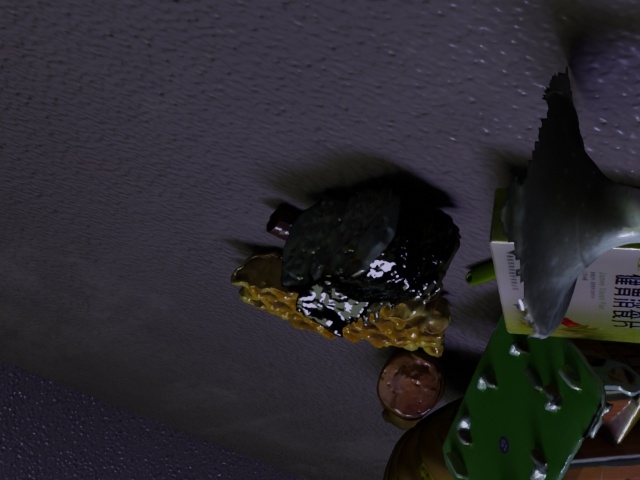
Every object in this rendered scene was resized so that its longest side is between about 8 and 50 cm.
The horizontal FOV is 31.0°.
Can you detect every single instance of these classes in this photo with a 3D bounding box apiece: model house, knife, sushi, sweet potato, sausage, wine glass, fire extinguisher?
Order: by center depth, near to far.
[{"bbox_3d":[0.307,-0.014,0.793,0.323,0.238,0.238,6,157,25],"label":"wine glass"},{"bbox_3d":[0.050,0.024,1.247,0.115,0.147,0.212,30,154,-28],"label":"sushi"},{"bbox_3d":[0.210,0.026,1.291,0.026,0.022,0.184,5,165,-22],"label":"knife"},{"bbox_3d":[0.000,0.000,1.392,0.132,0.039,0.056,27,168,-21],"label":"fire extinguisher"},{"bbox_3d":[0.340,0.186,1.467,0.323,0.340,0.300,2,126,-24],"label":"model house"},{"bbox_3d":[0.134,0.218,1.736,0.108,0.109,0.270,17,169,5],"label":"sausage"},{"bbox_3d":[0.147,0.313,2.074,0.069,0.059,0.249,37,166,8],"label":"sweet potato"}]

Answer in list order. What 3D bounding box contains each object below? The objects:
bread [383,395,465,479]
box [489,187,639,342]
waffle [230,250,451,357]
[{"bbox_3d":[0.228,0.317,1.740,0.333,0.160,0.333,-23,167,-6],"label":"bread"},{"bbox_3d":[0.268,0.031,1.159,0.175,0.062,0.260,3,156,14],"label":"box"},{"bbox_3d":[0.035,0.083,1.545,0.309,0.065,0.283,19,163,-12],"label":"waffle"}]
